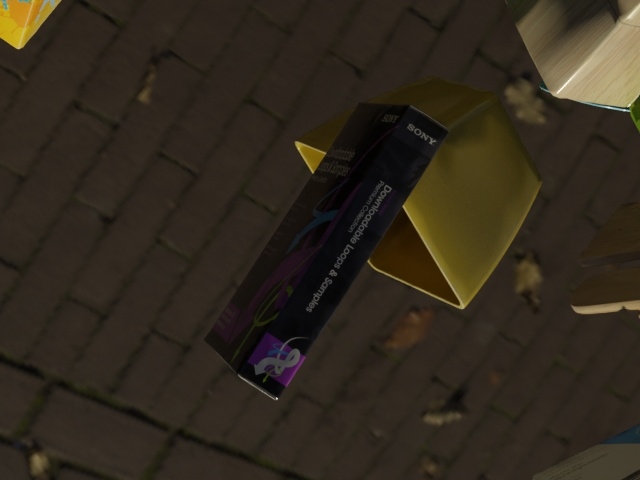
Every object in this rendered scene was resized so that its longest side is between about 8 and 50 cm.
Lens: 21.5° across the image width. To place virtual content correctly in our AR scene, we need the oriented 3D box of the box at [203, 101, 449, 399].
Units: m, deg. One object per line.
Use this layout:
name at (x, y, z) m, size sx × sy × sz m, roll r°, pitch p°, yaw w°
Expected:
box at (0.000, 0.000, 0.888) m, size 0.029 × 0.116 × 0.162 m, roll 35°, pitch 87°, yaw -13°

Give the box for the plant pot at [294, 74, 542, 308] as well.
plant pot at (0.134, -0.078, 2.012) m, size 0.187 × 0.212 × 0.212 m, roll -41°, pitch 120°, yaw -16°

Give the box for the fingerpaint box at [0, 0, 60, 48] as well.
fingerpaint box at (-0.173, -0.442, 1.438) m, size 0.163 × 0.371 × 0.445 m, roll 33°, pitch 58°, yaw -1°

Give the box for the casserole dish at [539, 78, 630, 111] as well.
casserole dish at (0.250, -0.133, 1.355) m, size 0.188 × 0.114 × 0.037 m, roll -17°, pitch 120°, yaw -60°

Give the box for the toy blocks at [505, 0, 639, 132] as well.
toy blocks at (0.157, -0.249, 0.731) m, size 0.190 × 0.381 × 0.261 m, roll 3°, pitch 142°, yaw -37°

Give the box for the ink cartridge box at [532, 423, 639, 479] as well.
ink cartridge box at (0.208, 0.165, 0.986) m, size 0.104 × 0.180 × 0.060 m, roll -25°, pitch 102°, yaw -9°

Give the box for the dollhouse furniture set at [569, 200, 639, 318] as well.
dollhouse furniture set at (0.219, 0.072, 0.956) m, size 0.144 × 0.123 × 0.151 m, roll -46°, pitch 113°, yaw -37°
